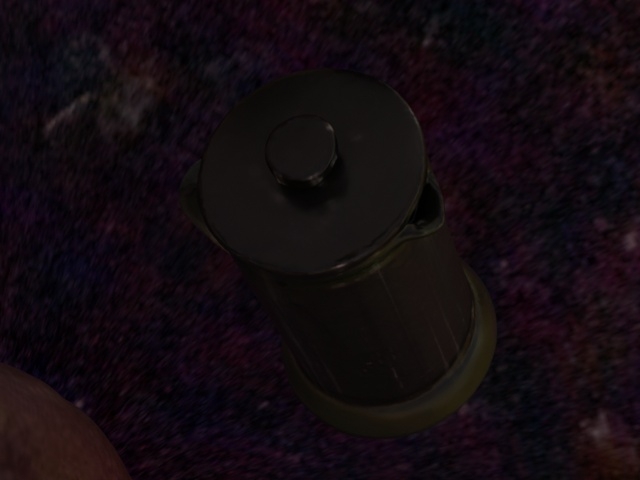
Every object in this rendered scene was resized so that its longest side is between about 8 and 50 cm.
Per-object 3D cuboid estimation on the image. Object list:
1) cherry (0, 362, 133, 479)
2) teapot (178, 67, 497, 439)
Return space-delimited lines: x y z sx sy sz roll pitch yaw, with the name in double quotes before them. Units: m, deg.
"cherry" -0.218 0.163 0.882 0.206 0.239 0.239 7 73 25
"teapot" 0.000 0.000 1.363 0.270 0.337 0.200 22 69 25
